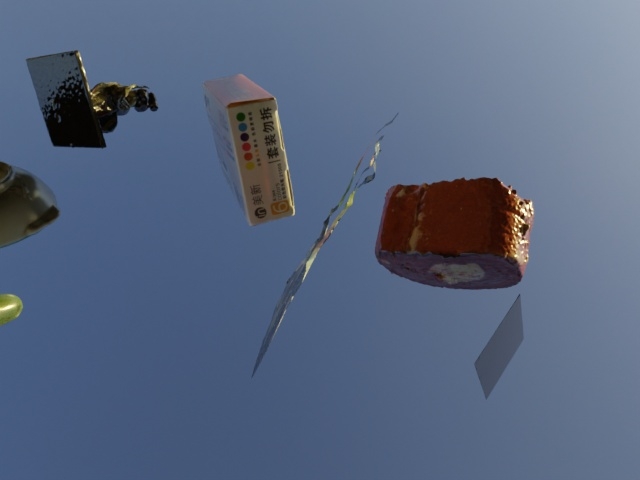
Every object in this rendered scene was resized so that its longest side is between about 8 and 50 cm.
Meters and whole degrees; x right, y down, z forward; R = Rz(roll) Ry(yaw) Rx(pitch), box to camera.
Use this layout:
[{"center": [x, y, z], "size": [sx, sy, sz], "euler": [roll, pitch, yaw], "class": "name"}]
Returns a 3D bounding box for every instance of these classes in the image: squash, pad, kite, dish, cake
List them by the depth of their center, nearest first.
[{"center": [-0.002, -0.001, 0.566], "size": [0.015, 0.310, 0.169], "euler": [28, -151, -5], "class": "kite"}, {"center": [-0.526, -0.060, 0.801], "size": [0.224, 0.078, 0.246], "euler": [12, -140, 8], "class": "dish"}, {"center": [0.287, 0.174, 0.833], "size": [0.004, 0.190, 0.127], "euler": [29, -106, 35], "class": "pad"}, {"center": [0.231, -0.006, 0.923], "size": [0.282, 0.177, 0.151], "euler": [-4, -112, 40], "class": "cake"}, {"center": [-0.646, 0.144, 0.925], "size": [0.066, 0.066, 0.252], "euler": [36, -155, 20], "class": "squash"}]

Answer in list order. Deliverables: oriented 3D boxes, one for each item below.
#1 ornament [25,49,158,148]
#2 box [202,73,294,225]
[{"center": [-0.378, -0.261, 0.939], "size": [0.166, 0.153, 0.196], "euler": [8, -154, 33], "class": "ornament"}, {"center": [-0.139, -0.178, 0.975], "size": [0.091, 0.221, 0.274], "euler": [-16, -149, -14], "class": "box"}]
